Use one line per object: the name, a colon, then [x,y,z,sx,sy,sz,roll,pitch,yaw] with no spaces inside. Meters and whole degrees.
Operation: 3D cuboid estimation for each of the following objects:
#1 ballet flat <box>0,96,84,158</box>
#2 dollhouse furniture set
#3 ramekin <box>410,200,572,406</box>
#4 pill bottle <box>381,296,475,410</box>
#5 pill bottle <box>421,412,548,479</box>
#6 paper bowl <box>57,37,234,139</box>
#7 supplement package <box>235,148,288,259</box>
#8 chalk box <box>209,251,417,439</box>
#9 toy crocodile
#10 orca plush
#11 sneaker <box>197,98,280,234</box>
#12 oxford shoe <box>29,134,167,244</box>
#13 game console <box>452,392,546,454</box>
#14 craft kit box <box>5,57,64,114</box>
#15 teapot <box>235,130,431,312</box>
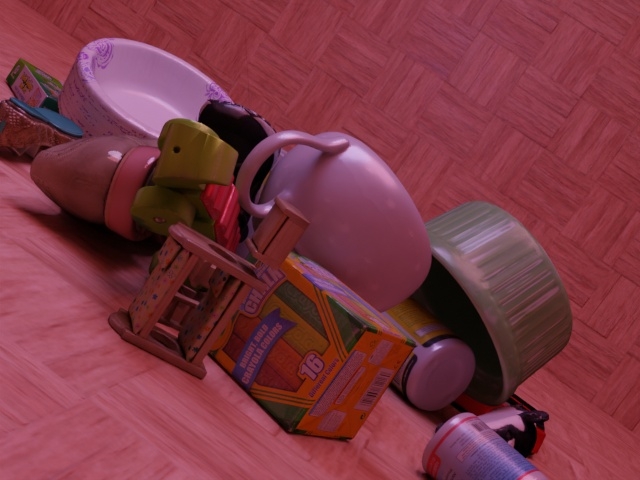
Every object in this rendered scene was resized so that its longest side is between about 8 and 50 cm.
ballet flat: [-0.381,-0.142,1.283,0.073,0.067,0.206,37,4,10]
dollhouse furniture set: [-0.121,0.008,0.952,0.101,0.182,0.161,32,7,-24]
ramekin: [0.244,0.087,1.483,0.303,0.148,0.303,52,-18,24]
pill bottle: [0.127,0.153,1.462,0.119,0.119,0.208,29,9,-41]
pill bottle: [0.194,0.270,1.064,0.160,0.087,0.087,39,8,37]
paper bowl: [-0.273,-0.177,1.516,0.284,0.148,0.284,27,30,-17]
supplement package: [-0.071,-0.027,1.438,0.203,0.194,0.149,38,6,34]
chalk box: [-0.032,0.092,1.027,0.213,0.132,0.132,37,6,32]
toy crocodile: [-0.133,-0.028,1.070,0.105,0.115,0.340,14,-26,6]
orca plush: [0.237,0.290,1.325,0.151,0.102,0.287,-10,-7,2]
sneaker: [-0.121,-0.060,1.226,0.107,0.124,0.283,18,-27,3]
oxford shoe: [-0.247,-0.081,1.228,0.146,0.141,0.397,18,-2,1]
game console: [0.238,0.239,1.756,0.386,0.060,0.342,36,3,12]
craft kit box: [-0.412,-0.207,1.698,0.249,0.061,0.246,31,5,-36]
teapot: [0.000,0.000,1.191,0.256,0.187,0.252,56,-18,0]
